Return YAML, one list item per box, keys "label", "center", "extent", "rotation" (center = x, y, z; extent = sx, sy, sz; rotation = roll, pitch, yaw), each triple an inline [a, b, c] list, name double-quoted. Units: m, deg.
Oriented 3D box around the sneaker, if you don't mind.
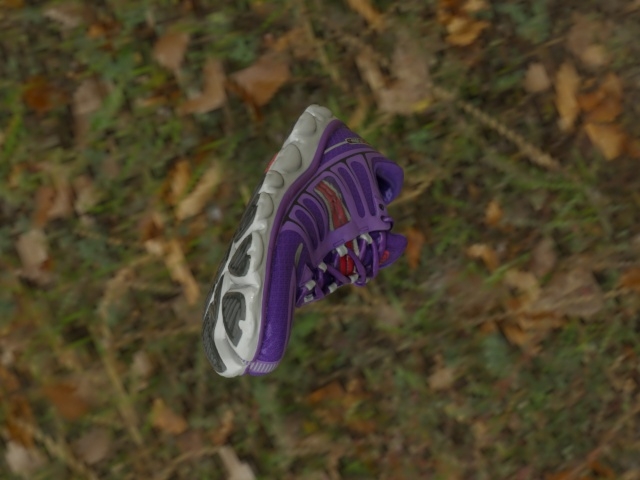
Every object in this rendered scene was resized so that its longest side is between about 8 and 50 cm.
- label: "sneaker"
  center: [0.000, 0.000, 0.795]
  extent: [0.071, 0.170, 0.068]
  rotation: [26, 129, 0]
